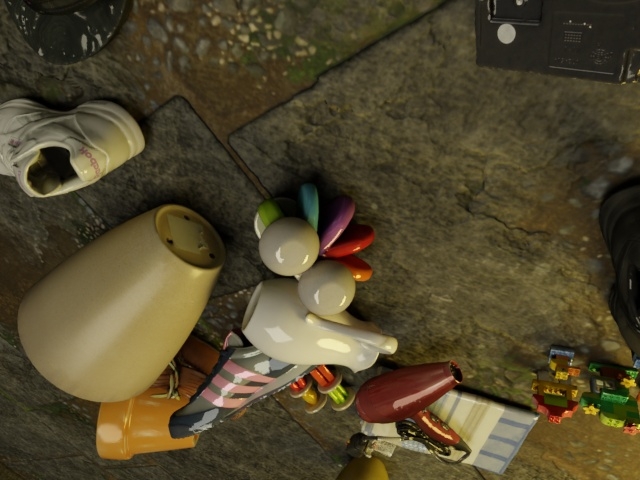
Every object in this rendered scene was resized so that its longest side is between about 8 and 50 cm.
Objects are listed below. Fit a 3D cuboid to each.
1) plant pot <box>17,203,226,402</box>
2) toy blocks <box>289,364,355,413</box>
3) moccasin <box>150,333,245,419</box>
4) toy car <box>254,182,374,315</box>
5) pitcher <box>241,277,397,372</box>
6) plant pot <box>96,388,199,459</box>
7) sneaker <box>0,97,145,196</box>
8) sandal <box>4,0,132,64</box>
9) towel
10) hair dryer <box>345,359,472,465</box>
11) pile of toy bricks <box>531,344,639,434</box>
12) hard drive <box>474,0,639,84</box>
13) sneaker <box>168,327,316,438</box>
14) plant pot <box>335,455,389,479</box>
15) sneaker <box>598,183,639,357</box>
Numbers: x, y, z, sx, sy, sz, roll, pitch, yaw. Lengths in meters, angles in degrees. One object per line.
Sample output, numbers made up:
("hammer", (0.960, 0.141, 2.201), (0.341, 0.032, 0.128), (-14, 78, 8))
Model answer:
("plant pot", (-0.285, 0.074, 0.806), (0.256, 0.256, 0.274), (42, 116, -14))
("toy blocks", (-0.022, 0.257, 0.958), (0.123, 0.054, 0.148), (-20, 118, 35))
("moccasin", (-0.304, 0.240, 0.997), (0.380, 0.147, 0.139), (44, 131, -16))
("toy car", (0.000, 0.000, 0.686), (0.136, 0.159, 0.182), (-39, 110, 5))
("pitcher", (-0.002, 0.130, 0.764), (0.207, 0.125, 0.178), (22, 159, -13))
("plant pot", (-0.360, 0.378, 1.122), (0.188, 0.205, 0.205), (7, 132, -3))
("sneaker", (-0.408, -0.129, 0.724), (0.306, 0.152, 0.114), (-1, 130, 25))
("sandal", (-0.246, -0.344, 0.501), (0.168, 0.107, 0.446), (42, 132, -14))
("towel", (0.221, 0.331, 0.934), (0.285, 0.034, 0.209), (14, 130, 9))
("hair dryer", (0.168, 0.290, 0.871), (0.224, 0.080, 0.293), (5, 135, -4))
("pile of toy bricks", (0.413, 0.220, 0.708), (0.213, 0.105, 0.118), (5, 130, 19))
("hard drive", (0.221, -0.276, 0.334), (0.237, 0.064, 0.338), (24, 141, 40))
("sneaker", (-0.151, 0.228, 0.900), (0.319, 0.112, 0.131), (-32, 90, 6))
("plant pot", (0.097, 0.529, 1.111), (0.135, 0.095, 0.134), (12, 132, 14))
("sneaker", (0.388, 0.078, 0.583), (0.109, 0.130, 0.286), (-18, 121, 31))
